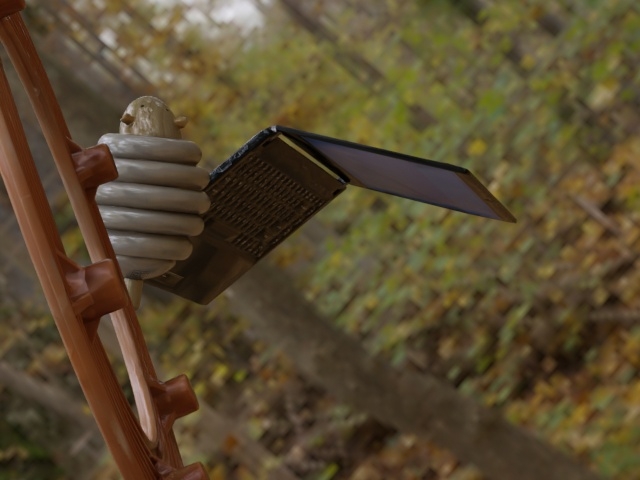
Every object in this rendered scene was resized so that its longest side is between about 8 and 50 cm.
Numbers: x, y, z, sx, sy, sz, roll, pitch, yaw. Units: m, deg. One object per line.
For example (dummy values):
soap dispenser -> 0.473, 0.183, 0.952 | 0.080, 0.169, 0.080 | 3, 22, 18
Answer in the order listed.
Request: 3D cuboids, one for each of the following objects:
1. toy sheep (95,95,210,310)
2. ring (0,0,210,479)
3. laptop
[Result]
toy sheep -> -0.109, -0.023, 1.129 | 0.091, 0.091, 0.132 | -4, -85, -81
ring -> -0.110, -0.009, 0.878 | 0.032, 0.337, 0.336 | -21, -8, -1
laptop -> 0.000, 0.000, 1.501 | 0.264, 0.136, 0.234 | -40, -17, 6
